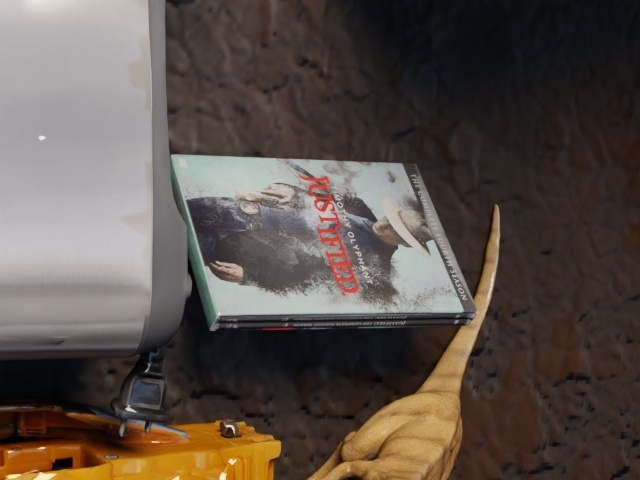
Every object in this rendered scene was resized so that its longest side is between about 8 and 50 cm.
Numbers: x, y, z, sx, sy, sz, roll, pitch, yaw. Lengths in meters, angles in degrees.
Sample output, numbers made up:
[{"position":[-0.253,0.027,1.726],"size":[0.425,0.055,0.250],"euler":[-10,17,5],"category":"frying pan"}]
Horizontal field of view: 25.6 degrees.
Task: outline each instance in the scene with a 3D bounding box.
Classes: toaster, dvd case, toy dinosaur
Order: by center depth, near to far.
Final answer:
[{"position":[-0.131,-0.041,0.496],"size":[0.146,0.129,0.227],"euler":[-2,93,-22],"category":"toaster"},{"position":[0.000,0.000,0.594],"size":[0.119,0.013,0.087],"euler":[2,50,-27],"category":"dvd case"},{"position":[0.043,0.085,0.614],"size":[0.064,0.112,0.211],"euler":[38,34,-2],"category":"toy dinosaur"}]

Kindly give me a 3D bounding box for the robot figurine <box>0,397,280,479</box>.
[{"position":[-0.155,0.152,0.520],"size":[0.291,0.085,0.211],"euler":[-1,94,-27],"category":"robot figurine"}]
